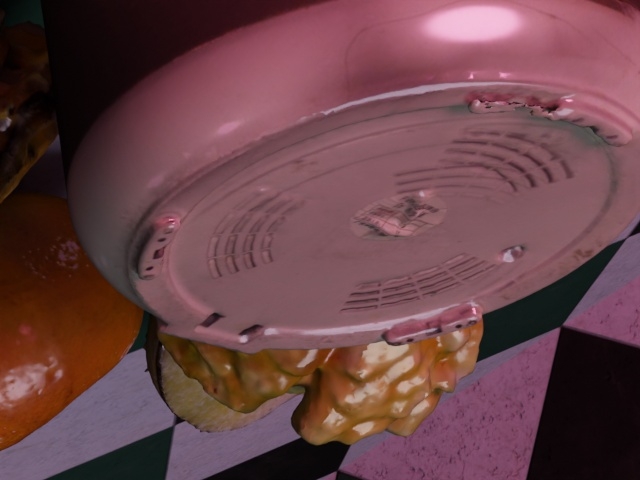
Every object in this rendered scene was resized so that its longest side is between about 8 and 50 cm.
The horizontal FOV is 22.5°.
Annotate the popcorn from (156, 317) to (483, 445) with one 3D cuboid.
[{"bbox_3d":[-0.003,-0.007,1.256,0.279,0.335,0.274,-3,141,-31],"label":"popcorn"}]

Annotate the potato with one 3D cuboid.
[{"bbox_3d":[-0.077,0.062,1.608,0.239,0.116,0.299,-32,151,-5],"label":"potato"}]

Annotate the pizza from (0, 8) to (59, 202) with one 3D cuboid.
[{"bbox_3d":[-0.260,-0.022,0.983,0.277,0.114,0.409,-53,-168,7],"label":"pizza"}]

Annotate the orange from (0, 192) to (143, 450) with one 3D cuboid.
[{"bbox_3d":[-0.250,0.060,1.248,0.240,0.171,0.240,-38,-177,3],"label":"orange"}]

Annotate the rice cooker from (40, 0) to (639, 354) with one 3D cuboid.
[{"bbox_3d":[0.010,-0.137,0.861,0.335,0.325,0.335,-10,153,-5],"label":"rice cooker"}]
